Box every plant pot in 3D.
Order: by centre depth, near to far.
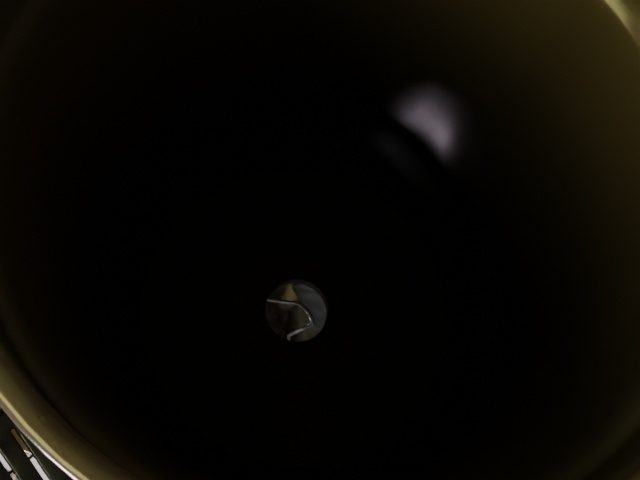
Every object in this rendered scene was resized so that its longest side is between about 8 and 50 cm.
[{"bbox_3d":[0.000,0.000,0.538,0.323,0.323,0.280,51,162,10],"label":"plant pot"}]

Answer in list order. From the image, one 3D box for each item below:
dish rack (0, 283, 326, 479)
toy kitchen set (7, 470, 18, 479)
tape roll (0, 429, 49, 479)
[{"bbox_3d":[-0.058,0.118,0.703,0.208,0.272,0.074,58,156,-8],"label":"dish rack"},{"bbox_3d":[-0.340,0.215,1.156,0.122,0.166,0.207,34,136,28],"label":"toy kitchen set"},{"bbox_3d":[-0.218,0.098,0.885,0.392,0.072,0.392,19,150,11],"label":"tape roll"}]
